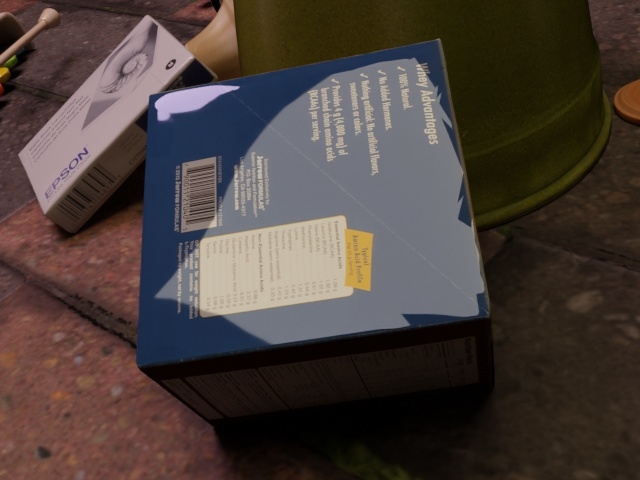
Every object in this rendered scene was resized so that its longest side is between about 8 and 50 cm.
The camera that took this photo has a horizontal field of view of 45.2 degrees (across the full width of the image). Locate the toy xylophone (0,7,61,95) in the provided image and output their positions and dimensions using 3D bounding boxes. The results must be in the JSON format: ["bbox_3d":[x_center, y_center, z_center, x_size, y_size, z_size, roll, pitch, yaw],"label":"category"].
[{"bbox_3d":[-0.507,-0.244,1.108,0.236,0.081,0.323,-1,39,18],"label":"toy xylophone"}]

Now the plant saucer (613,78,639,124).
[{"bbox_3d":[0.324,-0.136,0.734,0.083,0.013,0.083,-10,37,8],"label":"plant saucer"}]

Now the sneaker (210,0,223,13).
[{"bbox_3d":[0.028,-0.387,1.048,0.322,0.130,0.236,-1,45,12],"label":"sneaker"}]

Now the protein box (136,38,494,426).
[{"bbox_3d":[0.000,0.000,0.519,0.201,0.136,0.200,-9,61,8],"label":"protein box"}]

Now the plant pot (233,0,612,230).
[{"bbox_3d":[0.069,-0.248,0.687,0.366,0.353,0.367,-9,38,7],"label":"plant pot"}]

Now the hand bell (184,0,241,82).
[{"bbox_3d":[-0.181,-0.184,0.928,0.242,0.126,0.126,-30,37,3],"label":"hand bell"}]

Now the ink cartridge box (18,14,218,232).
[{"bbox_3d":[-0.237,-0.144,0.847,0.223,0.045,0.224,-47,40,1],"label":"ink cartridge box"}]
